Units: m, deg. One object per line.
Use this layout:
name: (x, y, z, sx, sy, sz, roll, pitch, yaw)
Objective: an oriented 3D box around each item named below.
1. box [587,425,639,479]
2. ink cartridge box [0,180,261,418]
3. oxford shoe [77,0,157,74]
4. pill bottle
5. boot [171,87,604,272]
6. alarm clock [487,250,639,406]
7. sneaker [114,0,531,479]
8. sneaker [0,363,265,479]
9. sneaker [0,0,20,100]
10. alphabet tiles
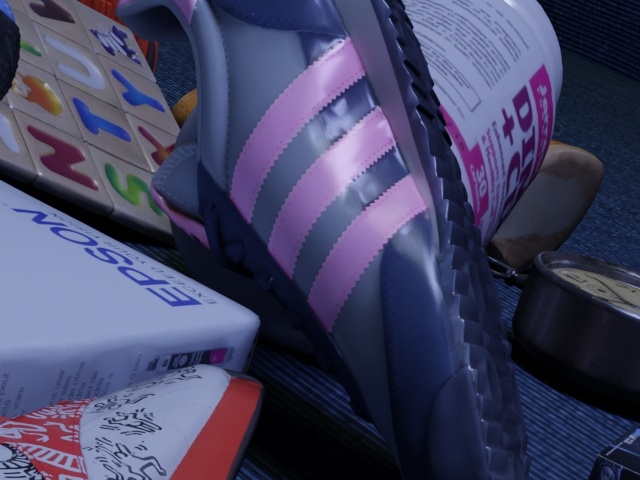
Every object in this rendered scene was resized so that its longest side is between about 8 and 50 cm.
box: (0.174, 0.120, 0.904, 0.067, 0.018, 0.083, 24, 13, 20)
ink cartridge box: (-0.241, -0.002, 0.697, 0.324, 0.071, 0.330, 27, 13, 27)
oxford shoe: (-0.223, -0.143, 1.245, 0.098, 0.097, 0.271, 19, 8, 38)
pill bottle: (0.040, -0.061, 1.014, 0.160, 0.160, 0.283, 22, 27, 11)
boot: (0.051, -0.064, 1.271, 0.211, 0.104, 0.295, 34, 25, 30)
alarm clock: (0.164, 0.048, 1.084, 0.192, 0.064, 0.129, 29, 16, 27)
sneaker: (0.000, 0.000, 0.792, 0.112, 0.131, 0.319, 49, 23, -64)
sneaker: (-0.104, 0.075, 0.525, 0.145, 0.090, 0.270, 22, 16, 0)
sneaker: (-0.263, -0.129, 0.758, 0.330, 0.129, 0.147, 21, 14, 16)
alphabet tiles: (-0.205, -0.131, 1.048, 0.342, 0.011, 0.285, 25, 28, -46)
